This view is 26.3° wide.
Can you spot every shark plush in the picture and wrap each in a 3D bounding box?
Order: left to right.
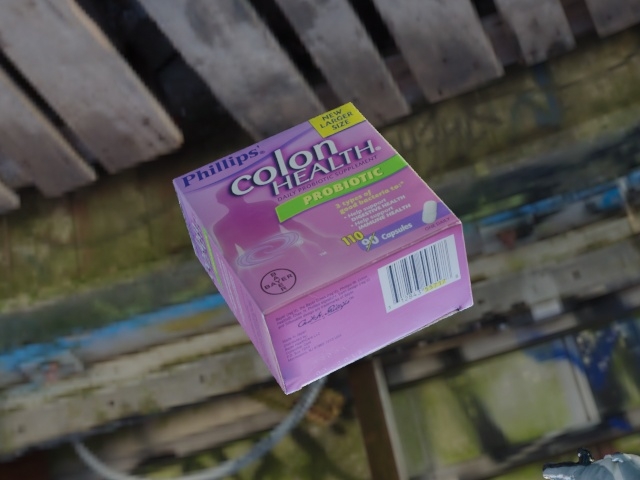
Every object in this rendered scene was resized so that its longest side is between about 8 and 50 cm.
[{"bbox_3d":[0.210,0.182,0.969,0.067,0.161,0.073,-56,133,-11],"label":"shark plush"}]

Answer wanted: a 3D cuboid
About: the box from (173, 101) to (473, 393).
[{"bbox_3d":[0.000,0.000,1.391,0.214,0.243,0.117,-24,132,-12],"label":"box"}]
